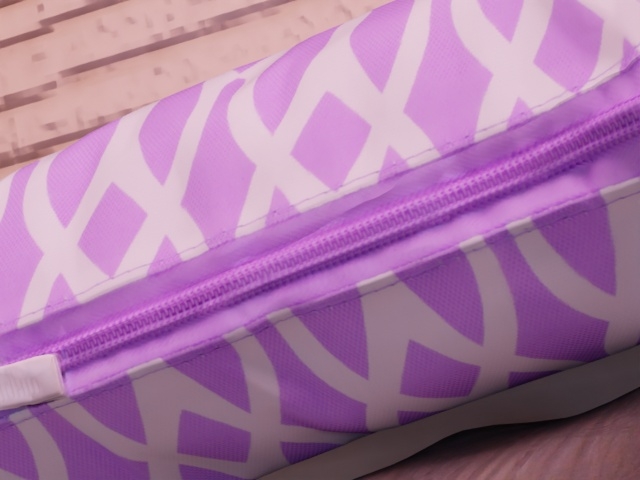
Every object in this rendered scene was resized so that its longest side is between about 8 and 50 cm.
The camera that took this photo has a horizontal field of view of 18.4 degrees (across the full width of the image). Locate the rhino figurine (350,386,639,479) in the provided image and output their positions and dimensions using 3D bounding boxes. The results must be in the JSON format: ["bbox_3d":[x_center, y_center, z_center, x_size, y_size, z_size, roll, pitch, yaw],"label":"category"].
[{"bbox_3d":[0.085,0.062,0.360,0.243,0.073,0.106,-25,55,22],"label":"rhino figurine"}]

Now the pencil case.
[{"bbox_3d":[0.000,0.000,0.399,0.206,0.088,0.086,-23,80,22],"label":"pencil case"}]
